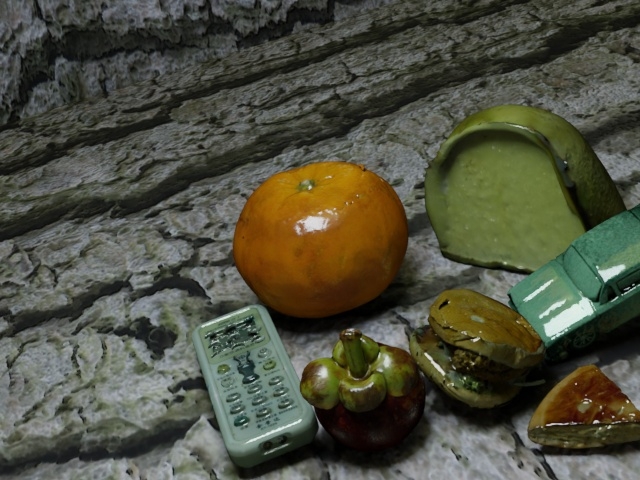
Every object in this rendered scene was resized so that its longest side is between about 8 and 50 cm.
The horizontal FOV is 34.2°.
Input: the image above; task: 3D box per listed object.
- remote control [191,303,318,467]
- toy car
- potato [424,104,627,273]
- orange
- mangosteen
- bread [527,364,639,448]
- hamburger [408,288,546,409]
[{"bbox_3d":[-0.099,0.204,1.503,0.128,0.065,0.335,-23,29,-5],"label":"remote control"},{"bbox_3d":[0.419,0.033,1.461,0.321,0.097,0.141,-33,45,5],"label":"toy car"},{"bbox_3d":[0.345,-0.106,1.656,0.330,0.280,0.213,10,38,39],"label":"potato"},{"bbox_3d":[0.000,0.000,1.663,0.284,0.226,0.284,-14,25,7],"label":"orange"},{"bbox_3d":[0.062,0.194,1.339,0.156,0.181,0.145,-30,69,-14],"label":"mangosteen"},{"bbox_3d":[0.321,0.223,1.300,0.136,0.054,0.154,-18,23,-11],"label":"bread"},{"bbox_3d":[0.213,0.152,1.395,0.185,0.113,0.177,32,19,16],"label":"hamburger"}]
